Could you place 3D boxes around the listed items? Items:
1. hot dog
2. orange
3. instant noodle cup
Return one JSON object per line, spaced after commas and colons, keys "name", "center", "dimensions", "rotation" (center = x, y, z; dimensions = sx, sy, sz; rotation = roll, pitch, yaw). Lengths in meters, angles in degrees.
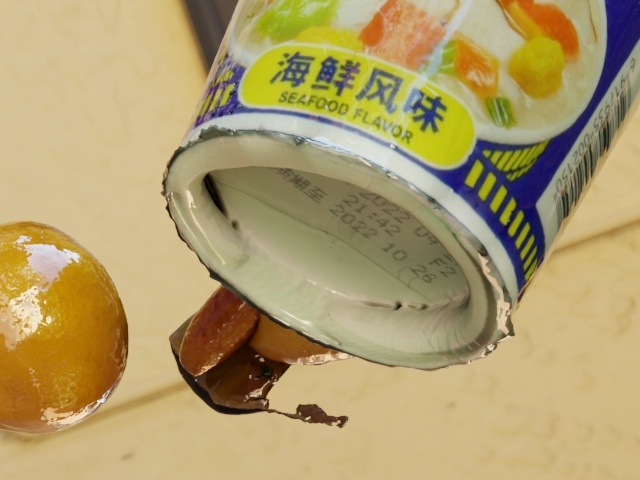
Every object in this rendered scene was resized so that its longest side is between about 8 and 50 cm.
{"name": "hot dog", "center": [0.006, 0.043, 1.396], "dimensions": [0.107, 0.326, 0.194], "rotation": [53, 6, -48]}
{"name": "orange", "center": [-0.215, 0.066, 1.142], "dimensions": [0.159, 0.136, 0.159], "rotation": [29, -49, 40]}
{"name": "instant noodle cup", "center": [0.067, -0.107, 0.880], "dimensions": [0.284, 0.284, 0.312], "rotation": [76, 36, -54]}
